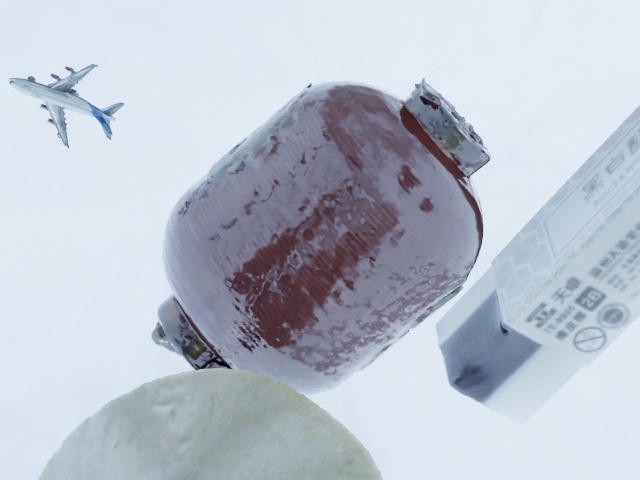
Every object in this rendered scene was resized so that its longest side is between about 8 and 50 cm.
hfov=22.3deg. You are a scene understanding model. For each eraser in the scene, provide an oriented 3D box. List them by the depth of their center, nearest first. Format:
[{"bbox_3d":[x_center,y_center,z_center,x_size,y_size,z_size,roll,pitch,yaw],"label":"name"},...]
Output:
[{"bbox_3d":[0.259,-0.013,1.373,0.098,0.404,0.096,28,31,-23],"label":"eraser"}]

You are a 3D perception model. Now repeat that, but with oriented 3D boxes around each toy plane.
[{"bbox_3d":[-0.182,-0.100,1.158,0.084,0.078,0.024,26,38,-1],"label":"toy plane"}]

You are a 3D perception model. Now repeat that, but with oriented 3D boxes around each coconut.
[{"bbox_3d":[-0.054,0.174,0.853,0.222,0.202,0.202,76,-1,-69],"label":"coconut"}]

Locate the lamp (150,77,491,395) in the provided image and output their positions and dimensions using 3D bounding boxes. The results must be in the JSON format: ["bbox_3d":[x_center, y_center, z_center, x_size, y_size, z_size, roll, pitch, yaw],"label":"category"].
[{"bbox_3d":[0.000,0.000,1.097,0.180,0.258,0.180,47,12,-13],"label":"lamp"}]
